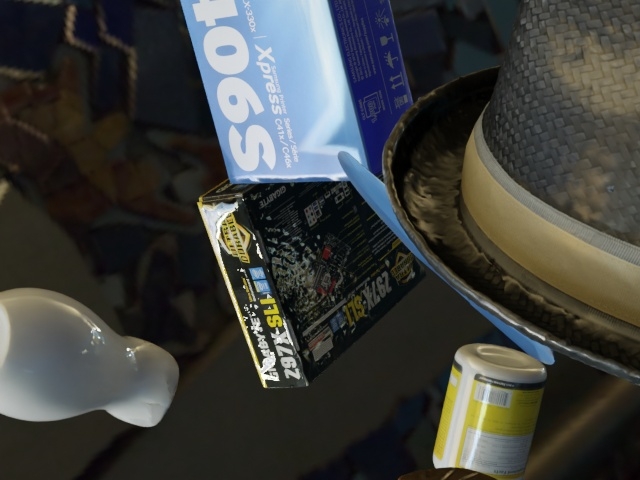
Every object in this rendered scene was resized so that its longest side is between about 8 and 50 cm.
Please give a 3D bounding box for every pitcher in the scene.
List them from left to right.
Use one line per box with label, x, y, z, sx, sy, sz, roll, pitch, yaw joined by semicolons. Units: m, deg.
pitcher;-0.269;0.112;1.331;0.178;0.125;0.207;18;178;40

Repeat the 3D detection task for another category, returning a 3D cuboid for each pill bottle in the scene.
pill bottle;0.182;0.214;1.485;0.103;0.184;0.103;11;-168;-2

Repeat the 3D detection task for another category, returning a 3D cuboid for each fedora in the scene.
fedora;0.195;-0.064;0.549;0.334;0.152;0.334;3;-149;-2

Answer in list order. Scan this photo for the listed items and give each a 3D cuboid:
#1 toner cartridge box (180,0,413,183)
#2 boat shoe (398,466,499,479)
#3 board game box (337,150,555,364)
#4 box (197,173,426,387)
toner cartridge box;-0.038;-0.220;1.072;0.165;0.348;0.075;-1;-159;43
boat shoe;0.153;0.268;1.105;0.109;0.098;0.302;-4;-173;-24
board game box;0.081;0.000;0.762;0.033;0.169;0.133;-45;148;-4
box;0.000;0.000;1.718;0.079;0.257;0.322;-5;-158;36
